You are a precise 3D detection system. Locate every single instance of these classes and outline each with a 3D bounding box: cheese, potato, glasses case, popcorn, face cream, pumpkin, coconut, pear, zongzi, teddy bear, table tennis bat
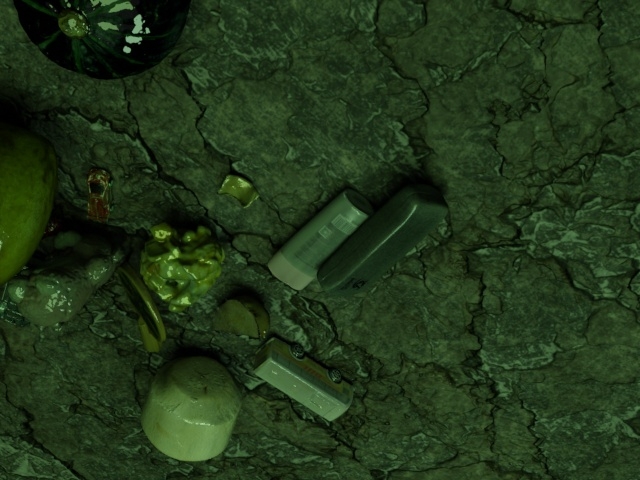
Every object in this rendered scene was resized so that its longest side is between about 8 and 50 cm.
[{"bbox_3d":[-0.173,-0.104,1.751,0.084,0.041,0.060,34,115,1],"label":"cheese"},{"bbox_3d":[-0.181,0.171,1.935,0.172,0.089,0.100,0,109,44],"label":"potato"},{"bbox_3d":[0.131,0.004,1.745,0.131,0.074,0.323,7,137,-48],"label":"glasses case"},{"bbox_3d":[-0.310,0.045,1.792,0.185,0.167,0.187,32,118,-10],"label":"popcorn"},{"bbox_3d":[0.000,0.000,1.787,0.107,0.073,0.269,36,120,-15],"label":"face cream"},{"bbox_3d":[-0.388,-0.426,1.431,0.315,0.238,0.315,4,130,4],"label":"pumpkin"},{"bbox_3d":[-0.324,0.427,2.018,0.237,0.237,0.266,15,127,-5],"label":"coconut"},{"bbox_3d":[-0.711,-0.066,1.634,0.352,0.352,0.413,36,89,-18],"label":"pear"},{"bbox_3d":[-0.603,-0.045,1.838,0.083,0.067,0.073,-5,114,-14],"label":"zongzi"},{"bbox_3d":[-0.548,0.074,1.774,0.236,0.267,0.151,-8,124,26],"label":"teddy bear"},{"bbox_3d":[-0.408,0.172,1.903,0.050,0.198,0.321,-29,152,-22],"label":"table tennis bat"}]

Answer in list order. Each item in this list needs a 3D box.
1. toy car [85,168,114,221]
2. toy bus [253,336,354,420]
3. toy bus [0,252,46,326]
[{"bbox_3d":[-0.487,-0.101,1.787,0.059,0.035,0.122,11,127,2],"label":"toy car"},{"bbox_3d":[-0.038,0.345,2.013,0.268,0.106,0.092,36,122,-18],"label":"toy bus"},{"bbox_3d":[-0.699,0.114,1.924,0.087,0.089,0.194,23,124,-8],"label":"toy bus"}]
